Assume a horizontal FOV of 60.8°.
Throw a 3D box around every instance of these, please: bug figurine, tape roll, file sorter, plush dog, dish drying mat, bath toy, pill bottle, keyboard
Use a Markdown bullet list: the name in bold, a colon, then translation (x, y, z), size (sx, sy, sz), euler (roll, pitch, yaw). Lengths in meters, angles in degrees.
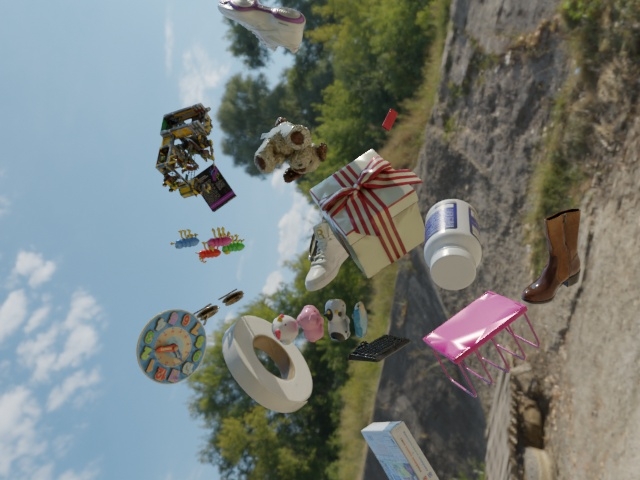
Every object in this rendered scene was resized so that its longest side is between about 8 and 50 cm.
- **bug figurine**: translation (-0.399, 0.019, 1.986), size (0.279, 0.216, 0.072), euler (42, -140, -71)
- **tape roll**: translation (-0.189, 0.449, 2.001), size (0.072, 0.392, 0.392), euler (-44, -3, 17)
- **file sorter**: translation (0.533, 0.339, 1.783), size (0.182, 0.290, 0.202), euler (59, 170, -16)
- **plush dog**: translation (-0.099, -0.349, 2.126), size (0.225, 0.262, 0.211), euler (42, -148, -30)
- **dish drying mat**: translation (0.242, -0.420, 1.900), size (0.008, 0.032, 0.083), euler (-22, 37, 61)
- **bath toy**: translation (-0.016, 0.290, 1.900), size (0.129, 0.348, 0.152), euler (2, -101, -73)
- **pill bottle**: translation (0.263, 0.009, 1.089), size (0.187, 0.111, 0.112), euler (-71, -13, -54)
- **keyboard**: translation (0.131, 0.253, 1.298), size (0.180, 0.108, 0.023), euler (-9, -86, -56)

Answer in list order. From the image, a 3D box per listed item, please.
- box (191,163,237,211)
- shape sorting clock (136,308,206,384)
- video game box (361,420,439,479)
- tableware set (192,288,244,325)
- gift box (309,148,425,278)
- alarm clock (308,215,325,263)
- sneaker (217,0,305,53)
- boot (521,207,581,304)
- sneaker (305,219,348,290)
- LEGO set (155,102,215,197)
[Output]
- **box**: translation (-0.429, -0.212, 2.191), size (0.116, 0.162, 0.029), euler (-34, -2, 2)
- **shape sorting clock**: translation (-0.404, 0.292, 1.497), size (0.206, 0.040, 0.206), euler (-5, -83, -39)
- **video game box**: translation (0.190, 0.516, 1.274), size (0.048, 0.187, 0.205), euler (-26, -10, -22)
- **tableware set**: translation (-0.365, 0.246, 2.006), size (0.039, 0.194, 0.128), euler (60, 178, 14)
- **gift box**: translation (0.153, -0.079, 1.535), size (0.255, 0.276, 0.258), euler (-38, -42, -7)
- **alarm clock**: translation (0.000, 0.000, 2.081), size (0.129, 0.064, 0.192), euler (174, 106, -80)
- **sneaker**: translation (-0.198, -0.694, 1.767), size (0.152, 0.305, 0.114), euler (99, -162, -51)
- **boot**: translation (0.779, 0.056, 1.833), size (0.096, 0.264, 0.281), euler (-134, 28, -59)
- **sneaker**: translation (0.003, 0.032, 1.858), size (0.292, 0.108, 0.169), euler (-53, -55, -49)
- **LEGO set**: translation (-0.444, -0.328, 1.964), size (0.255, 0.192, 0.332), euler (56, -150, -45)
